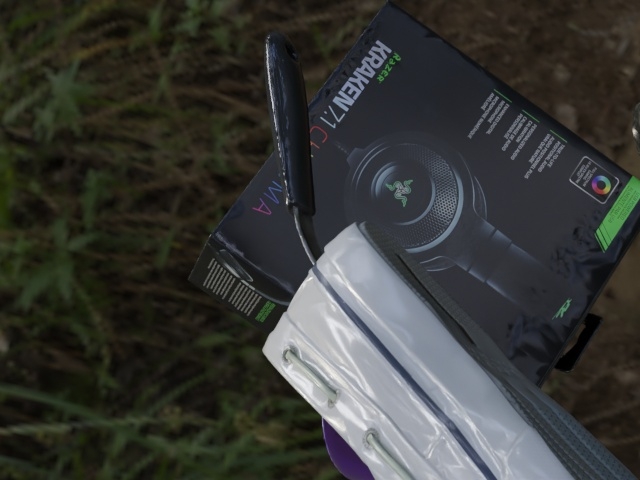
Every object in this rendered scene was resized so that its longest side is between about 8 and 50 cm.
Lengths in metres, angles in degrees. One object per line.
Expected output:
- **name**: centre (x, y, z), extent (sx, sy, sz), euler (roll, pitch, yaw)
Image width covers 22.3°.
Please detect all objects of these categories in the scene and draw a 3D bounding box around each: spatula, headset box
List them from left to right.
- **spatula**: centre (0.000, 0.000, 0.952), extent (0.030, 0.084, 0.296), euler (-27, 61, 23)
- **headset box**: centre (0.087, 0.004, 1.261), extent (0.246, 0.283, 0.131), euler (-53, 0, -19)

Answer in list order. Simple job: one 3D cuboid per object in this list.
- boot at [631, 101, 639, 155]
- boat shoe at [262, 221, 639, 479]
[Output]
- **boot**: centre (0.241, -0.098, 0.612), extent (0.260, 0.348, 0.131), euler (-15, 34, 8)
- **boat shoe**: centre (0.055, 0.086, 0.595), extent (0.076, 0.083, 0.226), euler (-50, 43, 11)
